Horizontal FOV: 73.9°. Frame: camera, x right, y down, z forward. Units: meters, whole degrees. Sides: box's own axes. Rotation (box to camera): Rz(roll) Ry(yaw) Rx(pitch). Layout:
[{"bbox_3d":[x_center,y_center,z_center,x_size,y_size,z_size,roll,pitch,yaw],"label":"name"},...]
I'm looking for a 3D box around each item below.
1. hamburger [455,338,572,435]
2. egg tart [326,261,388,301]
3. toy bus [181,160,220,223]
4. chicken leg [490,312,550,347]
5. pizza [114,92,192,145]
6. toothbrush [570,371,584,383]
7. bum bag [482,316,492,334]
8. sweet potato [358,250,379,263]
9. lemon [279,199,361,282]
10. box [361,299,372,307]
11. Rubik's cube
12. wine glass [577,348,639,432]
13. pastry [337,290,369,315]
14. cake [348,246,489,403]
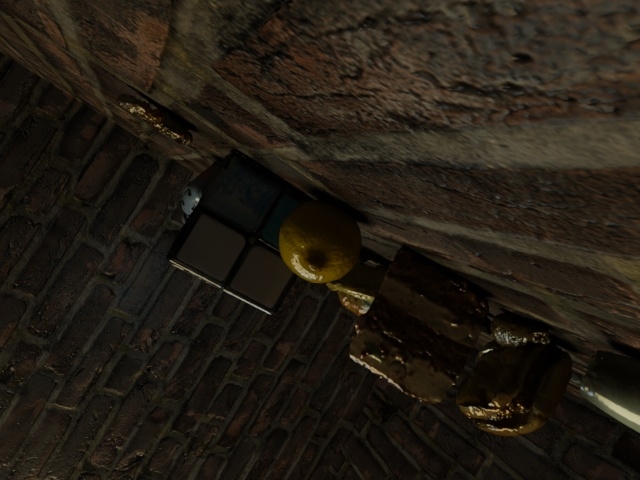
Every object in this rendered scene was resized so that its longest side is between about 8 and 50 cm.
[{"bbox_3d":[0.482,0.348,1.058,0.145,0.283,0.259,40,156,2],"label":"hamburger"},{"bbox_3d":[0.183,0.156,1.533,0.346,0.132,0.345,14,174,2],"label":"egg tart"},{"bbox_3d":[-0.309,-0.128,1.449,0.294,0.231,0.197,34,140,-16],"label":"toy bus"},{"bbox_3d":[0.459,0.211,0.989,0.069,0.084,0.198,-2,172,-8],"label":"chicken leg"},{"bbox_3d":[-0.407,-0.307,1.060,0.195,0.052,0.185,28,-174,-36],"label":"pizza"},{"bbox_3d":[0.830,0.460,1.601,0.042,0.035,0.413,29,177,-11],"label":"toothbrush"},{"bbox_3d":[0.378,0.193,1.289,0.326,0.079,0.142,30,180,6],"label":"bum bag"},{"bbox_3d":[0.157,0.060,1.554,0.044,0.044,0.179,32,175,-20],"label":"sweet potato"},{"bbox_3d":[0.000,0.000,0.959,0.187,0.186,0.244,32,-152,-14],"label":"lemon"},{"bbox_3d":[0.323,0.237,1.764,0.312,0.175,0.182,29,167,20],"label":"box"},{"bbox_3d":[-0.204,-0.025,1.179,0.316,0.318,0.313,33,177,-17],"label":"Rubik's cube"},{"bbox_3d":[0.527,0.254,0.664,0.204,0.111,0.111,25,173,46],"label":"wine glass"},{"bbox_3d":[0.287,0.302,2.171,0.410,0.245,0.409,33,174,4],"label":"pastry"},{"bbox_3d":[0.231,0.203,1.047,0.256,0.290,0.282,32,180,11],"label":"cake"}]
